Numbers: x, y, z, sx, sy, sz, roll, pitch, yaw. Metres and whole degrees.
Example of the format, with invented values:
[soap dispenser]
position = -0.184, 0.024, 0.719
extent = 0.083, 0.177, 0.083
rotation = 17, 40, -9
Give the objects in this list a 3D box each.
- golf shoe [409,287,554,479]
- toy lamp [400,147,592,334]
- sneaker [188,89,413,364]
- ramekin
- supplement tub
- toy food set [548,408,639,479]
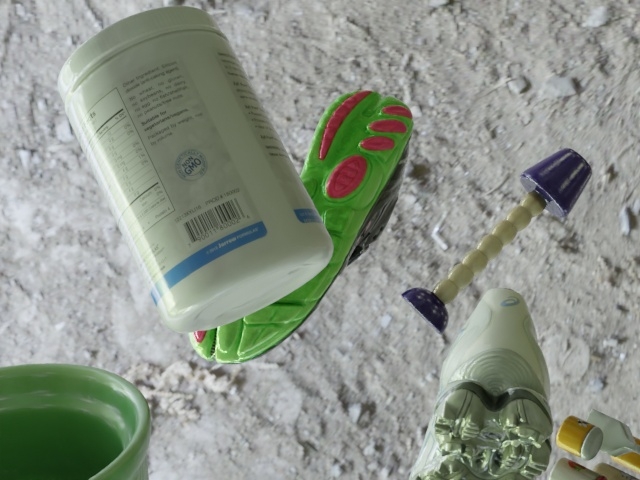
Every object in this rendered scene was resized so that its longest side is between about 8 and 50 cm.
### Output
[golf shoe]
position = 0.087, 0.094, 0.487
extent = 0.069, 0.086, 0.176
rotation = 12, 145, 4
[toy lamp]
position = 0.221, -0.003, 1.147
extent = 0.275, 0.080, 0.080
rotation = -45, 84, 0
[sneaker]
position = 0.000, 0.000, 1.349
extent = 0.185, 0.482, 0.202
rotation = 26, 153, 28
[ramekin]
position = -0.298, 0.245, 0.856
extent = 0.304, 0.303, 0.148
rotation = 2, 110, 21
[supplement tub]
position = -0.047, -0.026, 0.355
extent = 0.071, 0.071, 0.107
rotation = -33, 76, 25
[toy food set]
position = 0.348, 0.272, 1.071
extent = 0.105, 0.232, 0.111
rotation = 22, 84, 37
